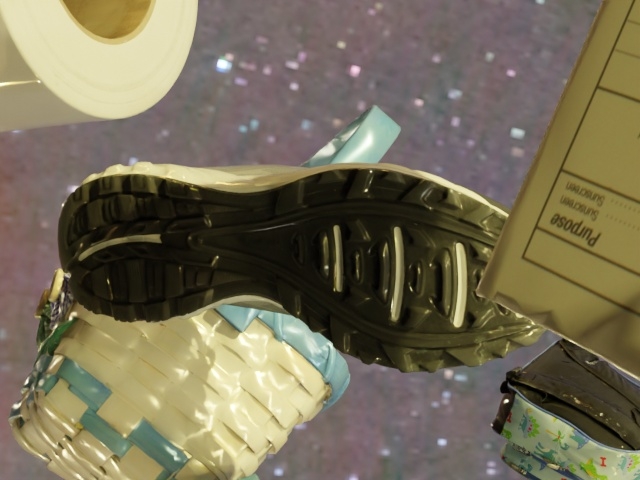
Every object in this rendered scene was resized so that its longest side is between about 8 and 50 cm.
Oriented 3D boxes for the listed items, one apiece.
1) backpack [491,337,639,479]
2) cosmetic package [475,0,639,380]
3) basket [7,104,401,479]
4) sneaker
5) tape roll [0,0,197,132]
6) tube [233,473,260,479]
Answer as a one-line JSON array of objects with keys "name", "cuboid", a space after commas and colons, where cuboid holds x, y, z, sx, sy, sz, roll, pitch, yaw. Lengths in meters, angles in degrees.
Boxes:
[{"name": "backpack", "cuboid": [0.195, 0.139, 1.189, 0.114, 0.105, 0.084, 30, -54, 27]}, {"name": "cosmetic package", "cuboid": [0.188, -0.087, 0.463, 0.160, 0.113, 0.309, 31, -80, 49]}, {"name": "basket", "cuboid": [-0.070, 0.044, 1.098, 0.289, 0.201, 0.255, -49, -176, -23]}, {"name": "sneaker", "cuboid": [0.000, 0.000, 0.845, 0.271, 0.108, 0.100, 8, -76, 25]}, {"name": "tape roll", "cuboid": [-0.231, -0.207, 1.252, 0.169, 0.246, 0.246, -3, -101, 33]}, {"name": "tube", "cuboid": [-0.037, 0.240, 0.926, 0.052, 0.080, 0.207, -12, -96, 21]}]
